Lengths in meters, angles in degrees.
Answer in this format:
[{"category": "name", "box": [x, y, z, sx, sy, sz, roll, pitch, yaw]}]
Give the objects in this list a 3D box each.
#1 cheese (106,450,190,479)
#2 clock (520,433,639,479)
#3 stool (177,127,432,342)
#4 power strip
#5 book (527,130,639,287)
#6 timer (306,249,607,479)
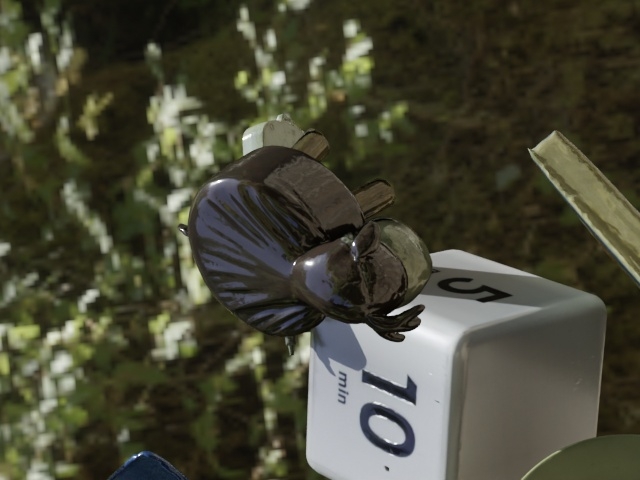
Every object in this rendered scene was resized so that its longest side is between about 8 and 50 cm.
[{"category": "cheese", "box": [-0.048, 0.266, 1.237, 0.189, 0.286, 0.074, -45, 11, 45]}, {"category": "clock", "box": [0.243, 0.268, 1.200, 0.029, 0.235, 0.235, 82, -178, -70]}, {"category": "stool", "box": [0.000, 0.000, 1.065, 0.121, 0.217, 0.125, -32, -56, -39]}, {"category": "power strip", "box": [-0.034, -0.005, 1.412, 0.080, 0.029, 0.226, 16, -115, -50]}, {"category": "book", "box": [0.315, 0.071, 1.269, 0.300, 0.039, 0.428, 51, -172, 21]}, {"category": "timer", "box": [0.120, 0.131, 1.389, 0.195, 0.194, 0.192, 20, 114, 48]}]
